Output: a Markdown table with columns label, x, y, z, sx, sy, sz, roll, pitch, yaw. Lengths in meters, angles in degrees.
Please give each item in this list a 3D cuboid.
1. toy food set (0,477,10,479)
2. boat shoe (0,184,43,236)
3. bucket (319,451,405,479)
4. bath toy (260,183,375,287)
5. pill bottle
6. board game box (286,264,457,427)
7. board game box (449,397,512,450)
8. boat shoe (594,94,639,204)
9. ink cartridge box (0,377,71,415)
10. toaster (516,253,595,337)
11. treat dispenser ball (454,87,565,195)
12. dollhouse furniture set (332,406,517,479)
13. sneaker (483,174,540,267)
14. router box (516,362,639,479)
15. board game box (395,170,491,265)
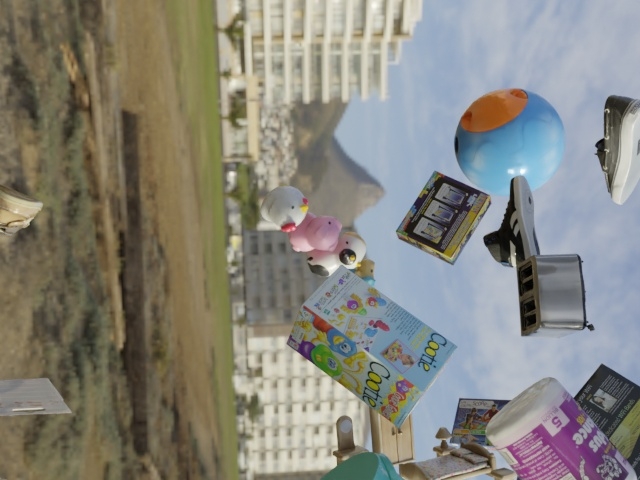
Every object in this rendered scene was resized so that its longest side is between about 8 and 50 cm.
| label | x | y | z | sx | sy | sz | roll | pitch | yaw |
| --- | --- | --- | --- | --- | --- | --- | --- | --- | --- |
| toy food set | -0.577 | 0.573 | 1.732 | 0.092 | 0.220 | 0.306 | -53 | -137 | 3 |
| boat shoe | -0.739 | -0.060 | 2.137 | 0.110 | 0.122 | 0.341 | -68 | -162 | -10 |
| bucket | 0.076 | 0.525 | 1.609 | 0.183 | 0.281 | 0.281 | 48 | 1 | -8 |
| bath toy | 0.000 | 0.000 | 2.138 | 0.348 | 0.151 | 0.129 | 45 | 15 | -38 |
| pill bottle | 0.449 | 0.406 | 1.599 | 0.301 | 0.169 | 0.169 | 50 | -11 | 6 |
| board game box | 0.096 | 0.203 | 1.739 | 0.144 | 0.275 | 0.142 | -43 | 163 | -40 |
| board game box | 0.455 | 0.494 | 2.426 | 0.035 | 0.201 | 0.136 | 43 | 55 | -40 |
| boat shoe | 0.499 | -0.155 | 1.519 | 0.076 | 0.080 | 0.228 | 32 | -22 | 31 |
| ink cartridge box | -0.675 | 0.369 | 2.016 | 0.225 | 0.181 | 0.056 | 25 | -72 | 57 |
| toaster | 0.493 | 0.121 | 1.919 | 0.185 | 0.110 | 0.167 | 117 | -28 | -76 |
| treat dispenser ball | 0.498 | -0.257 | 2.375 | 0.288 | 0.288 | 0.288 | 178 | -90 | -85 |
| dollhouse furniture set | 0.241 | 0.497 | 2.181 | 0.356 | 0.303 | 0.173 | 3 | -81 | 63 |
| sneaker | 0.424 | -0.037 | 2.061 | 0.079 | 0.121 | 0.216 | -25 | 108 | -54 |
| router box | 0.581 | 0.429 | 1.801 | 0.243 | 0.309 | 0.081 | 34 | -29 | 28 |
| board game box | 0.268 | -0.050 | 1.956 | 0.170 | 0.141 | 0.048 | -56 | 156 | -13 |
